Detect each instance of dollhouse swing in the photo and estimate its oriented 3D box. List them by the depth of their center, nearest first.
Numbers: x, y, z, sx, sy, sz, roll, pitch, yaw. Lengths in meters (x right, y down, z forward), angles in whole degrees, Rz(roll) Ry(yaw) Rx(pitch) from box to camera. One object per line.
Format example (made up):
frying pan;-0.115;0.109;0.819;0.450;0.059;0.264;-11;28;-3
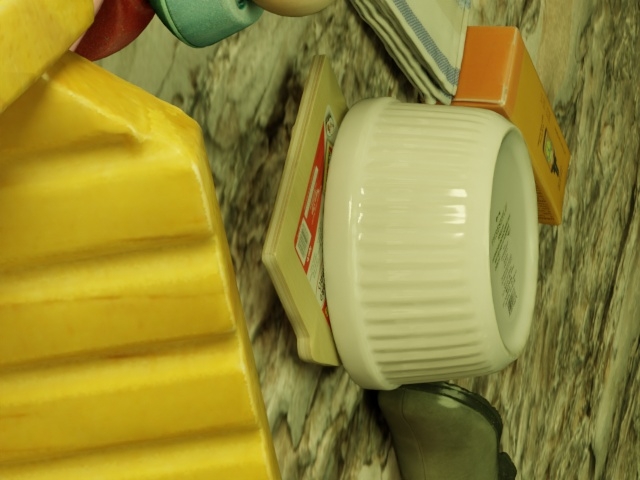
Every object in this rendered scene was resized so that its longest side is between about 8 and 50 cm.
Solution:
dollhouse swing;-0.172;0.152;0.480;0.305;0.315;0.347;-91;172;-59

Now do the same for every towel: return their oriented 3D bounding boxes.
towel;0.077;-0.271;1.380;0.209;0.034;0.285;44;49;-59

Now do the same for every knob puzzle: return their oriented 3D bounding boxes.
knob puzzle;0.000;0.000;1.208;0.213;0.030;0.213;-1;90;-72

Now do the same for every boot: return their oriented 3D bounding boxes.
boot;0.092;0.217;1.405;0.246;0.083;0.161;56;47;-54

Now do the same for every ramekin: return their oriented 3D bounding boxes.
ramekin;0.084;0.001;1.240;0.207;0.109;0.207;-1;90;-72

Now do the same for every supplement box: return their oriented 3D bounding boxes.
supplement box;0.157;-0.096;1.536;0.233;0.080;0.078;51;47;-57

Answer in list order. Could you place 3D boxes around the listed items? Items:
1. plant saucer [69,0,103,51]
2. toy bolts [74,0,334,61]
plant saucer;-0.139;-0.188;0.670;0.332;0.084;0.332;19;90;-80
toy bolts;-0.042;-0.205;0.913;0.218;0.158;0.228;72;29;-41
